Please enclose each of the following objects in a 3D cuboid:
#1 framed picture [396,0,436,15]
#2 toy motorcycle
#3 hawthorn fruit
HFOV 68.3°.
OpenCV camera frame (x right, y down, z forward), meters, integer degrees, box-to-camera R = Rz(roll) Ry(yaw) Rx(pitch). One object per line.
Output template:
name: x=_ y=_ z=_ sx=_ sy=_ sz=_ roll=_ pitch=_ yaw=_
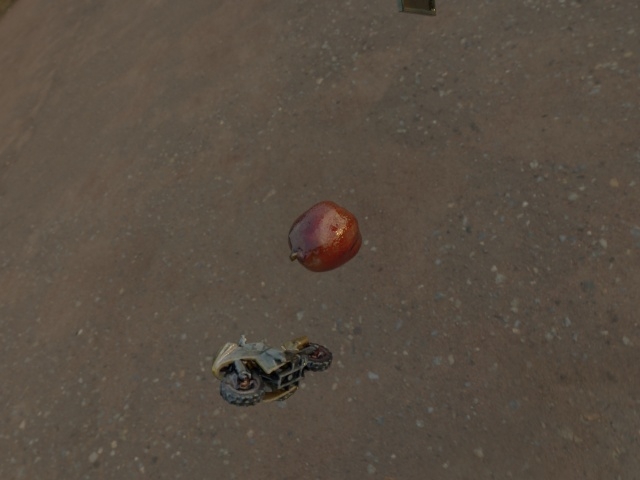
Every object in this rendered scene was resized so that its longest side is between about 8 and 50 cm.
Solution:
framed picture: x=0.235 y=-0.761 z=1.212 sx=0.022 sy=0.335 sz=0.247 roll=2 pitch=20 yaw=34
toy motorcycle: x=-0.087 y=0.203 z=0.797 sx=0.129 sy=0.229 sz=0.094 roll=20 pitch=110 yaw=38
hawthorn fruit: x=0.000 y=0.000 z=1.105 sx=0.188 sy=0.169 sz=0.169 roll=-39 pitch=40 yaw=-24
